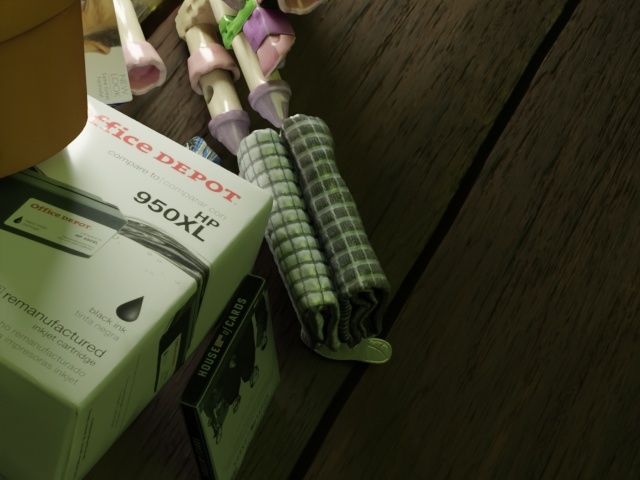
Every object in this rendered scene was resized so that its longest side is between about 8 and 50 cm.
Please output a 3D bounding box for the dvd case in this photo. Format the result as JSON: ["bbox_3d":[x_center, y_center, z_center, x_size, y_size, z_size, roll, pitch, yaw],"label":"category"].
[{"bbox_3d":[-0.101,0.175,1.582,0.030,0.238,0.179,18,57,15],"label":"dvd case"}]

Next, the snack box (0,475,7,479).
[{"bbox_3d":[-0.323,0.254,1.517,0.064,0.022,0.178,32,59,-20],"label":"snack box"}]

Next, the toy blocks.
[{"bbox_3d":[-0.066,-0.254,1.681,0.309,0.288,0.260,-1,57,-37],"label":"toy blocks"}]

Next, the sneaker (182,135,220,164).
[{"bbox_3d":[-0.160,-0.067,1.720,0.058,0.052,0.135,34,58,-24],"label":"sneaker"}]

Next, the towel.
[{"bbox_3d":[0.000,0.000,1.643,0.121,0.283,0.235,-21,74,-3],"label":"towel"}]

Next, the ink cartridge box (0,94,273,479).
[{"bbox_3d":[-0.271,0.038,1.429,0.285,0.166,0.395,29,41,9],"label":"ink cartridge box"}]

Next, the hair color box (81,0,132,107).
[{"bbox_3d":[-0.401,-0.225,1.562,0.339,0.110,0.185,-12,92,-37],"label":"hair color box"}]

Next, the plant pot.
[{"bbox_3d":[-0.358,-0.186,1.371,0.291,0.291,0.203,-38,125,-37],"label":"plant pot"}]

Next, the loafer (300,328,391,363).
[{"bbox_3d":[0.031,0.136,1.787,0.125,0.039,0.045,15,90,-12],"label":"loafer"}]
